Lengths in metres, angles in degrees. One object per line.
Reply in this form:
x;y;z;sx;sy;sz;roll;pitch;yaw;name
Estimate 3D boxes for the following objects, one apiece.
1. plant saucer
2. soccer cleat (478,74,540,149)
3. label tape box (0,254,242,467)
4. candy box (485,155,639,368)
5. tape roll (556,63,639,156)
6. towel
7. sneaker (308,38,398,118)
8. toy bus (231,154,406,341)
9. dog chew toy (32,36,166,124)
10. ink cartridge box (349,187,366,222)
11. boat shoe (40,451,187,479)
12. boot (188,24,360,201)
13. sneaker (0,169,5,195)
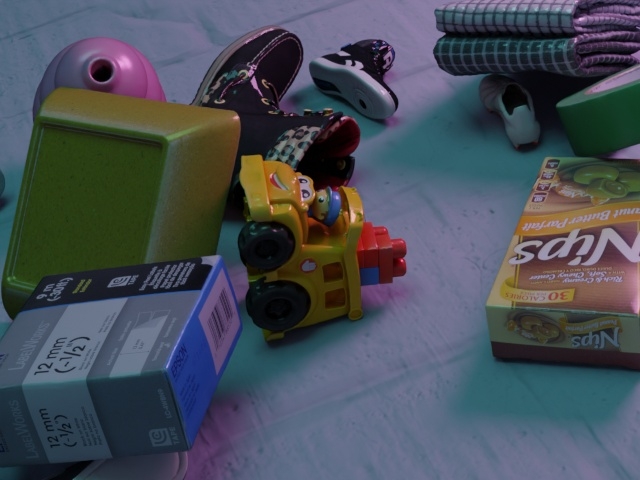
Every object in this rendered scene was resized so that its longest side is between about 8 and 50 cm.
-0.284;-0.030;1.864;0.333;0.333;0.081;11;0;33;plant saucer
0.279;-0.208;2.103;0.068;0.076;0.196;-16;34;-2;soccer cleat
-0.288;0.137;1.625;0.347;0.115;0.249;-5;28;14;label tape box
0.331;0.019;1.751;0.183;0.087;0.316;3;37;23;candy box
0.475;-0.205;1.899;0.321;0.077;0.321;-23;6;3;tape roll
0.332;-0.296;2.105;0.235;0.121;0.283;4;9;37;towel
0.084;-0.267;2.256;0.121;0.079;0.217;-31;36;-20;sneaker
0.000;0.000;1.797;0.211;0.220;0.149;-8;38;-1;toy bus
-0.323;-0.207;2.121;0.206;0.206;0.332;-23;-4;-12;dog chew toy
0.007;-0.017;1.944;0.115;0.063;0.029;-31;38;-22;ink cartridge box
-0.288;0.316;1.582;0.319;0.116;0.099;-33;-6;-13;boat shoe
-0.064;-0.173;2.126;0.284;0.138;0.377;12;46;36;boot
-0.589;-0.029;2.179;0.091;0.094;0.258;-8;26;43;sneaker
